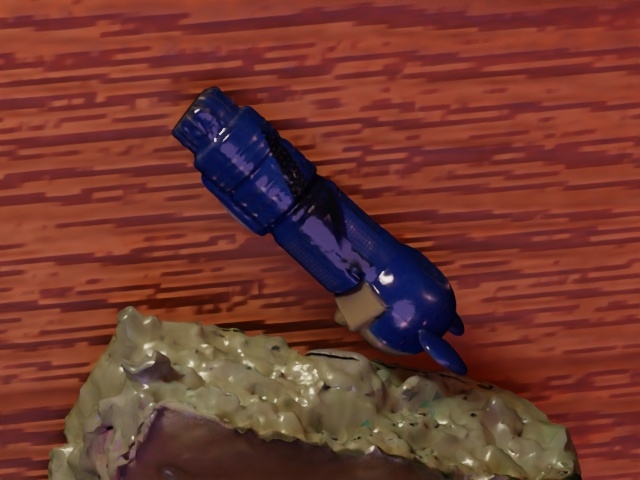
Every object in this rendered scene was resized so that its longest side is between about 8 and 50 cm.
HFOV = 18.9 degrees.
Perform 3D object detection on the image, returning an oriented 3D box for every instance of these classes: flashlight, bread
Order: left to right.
[{"bbox_3d":[-0.032,0.094,0.643,0.232,0.064,0.172,-25,128,10],"label":"bread"},{"bbox_3d":[0.000,0.000,0.620,0.121,0.057,0.035,41,106,-11],"label":"flashlight"}]
